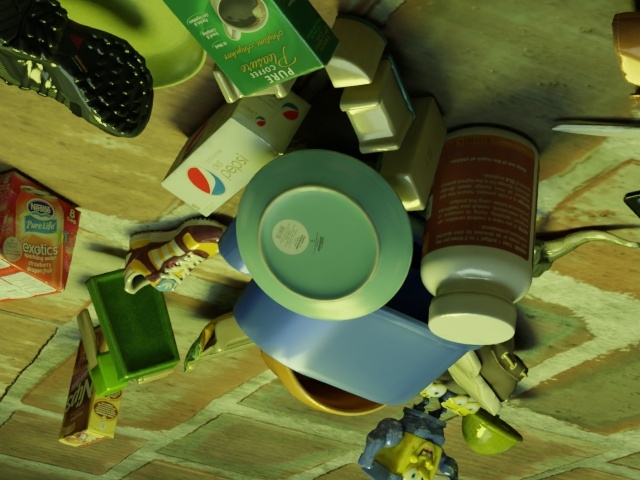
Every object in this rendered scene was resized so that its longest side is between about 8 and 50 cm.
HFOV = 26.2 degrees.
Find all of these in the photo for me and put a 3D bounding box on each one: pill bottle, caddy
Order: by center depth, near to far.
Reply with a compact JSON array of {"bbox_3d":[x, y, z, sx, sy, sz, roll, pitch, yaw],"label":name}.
[{"bbox_3d":[0.170,-0.004,1.484,0.121,0.216,0.121,7,156,3],"label":"pill bottle"},{"bbox_3d":[0.049,0.034,1.570,0.341,0.241,0.179,24,122,-34],"label":"caddy"}]

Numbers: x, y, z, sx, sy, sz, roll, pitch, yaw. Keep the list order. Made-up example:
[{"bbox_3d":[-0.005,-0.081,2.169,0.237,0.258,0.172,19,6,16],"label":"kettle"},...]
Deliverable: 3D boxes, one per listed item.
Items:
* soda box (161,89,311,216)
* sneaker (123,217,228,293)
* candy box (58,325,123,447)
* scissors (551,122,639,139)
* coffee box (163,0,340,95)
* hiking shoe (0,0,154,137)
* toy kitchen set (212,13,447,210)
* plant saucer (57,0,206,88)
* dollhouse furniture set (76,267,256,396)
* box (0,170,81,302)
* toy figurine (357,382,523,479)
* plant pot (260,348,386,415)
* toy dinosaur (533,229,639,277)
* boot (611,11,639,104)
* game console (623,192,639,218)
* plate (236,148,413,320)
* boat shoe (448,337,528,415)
[{"bbox_3d":[-0.096,-0.102,1.495,0.069,0.074,0.216,35,151,-12],"label":"soda box"},{"bbox_3d":[-0.186,0.027,1.826,0.185,0.084,0.069,-13,149,40],"label":"sneaker"},{"bbox_3d":[-0.359,0.232,2.212,0.053,0.187,0.109,21,152,-29],"label":"candy box"},{"bbox_3d":[0.397,-0.103,1.432,0.297,0.021,0.109,-4,155,21],"label":"scissors"},{"bbox_3d":[-0.079,-0.217,1.224,0.113,0.040,0.184,-16,125,43],"label":"coffee box"},{"bbox_3d":[-0.254,-0.175,1.323,0.114,0.086,0.227,13,161,41],"label":"hiking shoe"},{"bbox_3d":[0.012,-0.139,1.399,0.166,0.122,0.207,-4,134,25],"label":"toy kitchen set"},{"bbox_3d":[-0.225,-0.220,1.331,0.241,0.037,0.241,9,158,4],"label":"plant saucer"},{"bbox_3d":[-0.194,0.107,2.032,0.301,0.151,0.197,-15,171,-23],"label":"dollhouse furniture set"},{"bbox_3d":[-0.456,0.006,1.813,0.256,0.123,0.128,-10,150,35],"label":"box"},{"bbox_3d":[0.139,0.325,2.164,0.191,0.217,0.362,20,173,43],"label":"toy figurine"},{"bbox_3d":[0.007,0.134,1.897,0.205,0.205,0.188,17,169,-21],"label":"plant pot"},{"bbox_3d":[0.253,0.018,1.713,0.118,0.064,0.268,24,147,-38],"label":"toy dinosaur"},{"bbox_3d":[0.397,-0.130,1.262,0.220,0.109,0.283,-5,151,24],"label":"boot"},{"bbox_3d":[0.422,-0.011,1.576,0.122,0.107,0.071,-12,178,38],"label":"game console"},{"bbox_3d":[0.000,0.000,1.389,0.188,0.024,0.188,7,115,14],"label":"plate"},{"bbox_3d":[0.223,0.144,1.953,0.116,0.097,0.324,41,172,34],"label":"boat shoe"}]
